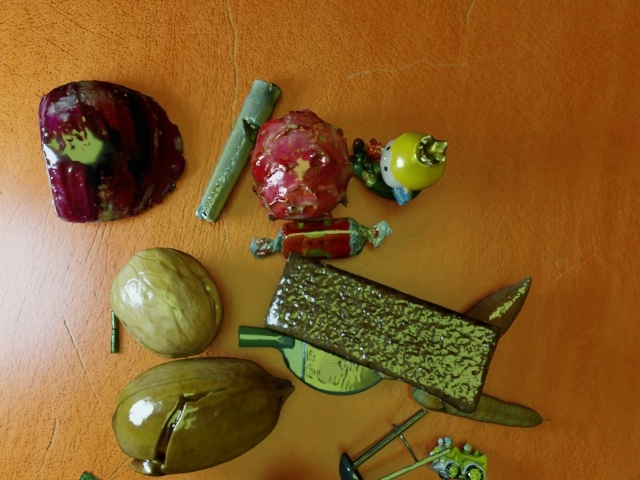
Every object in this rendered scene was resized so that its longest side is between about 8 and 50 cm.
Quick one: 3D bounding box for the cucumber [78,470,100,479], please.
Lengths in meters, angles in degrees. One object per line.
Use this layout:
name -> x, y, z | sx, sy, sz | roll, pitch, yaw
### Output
cucumber -> -0.433, 0.505, 1.079 | 0.108, 0.035, 0.067 | 34, 81, 1

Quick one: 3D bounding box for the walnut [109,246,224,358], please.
walnut -> -0.283, 0.120, 1.056 | 0.195, 0.195, 0.221 | -36, 84, -6

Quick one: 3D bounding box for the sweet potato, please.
sweet potato -> 0.278, 0.194, 1.120 | 0.355, 0.095, 0.106 | -29, 129, -4

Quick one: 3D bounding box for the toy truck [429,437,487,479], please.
toy truck -> 0.270, 0.433, 1.099 | 0.111, 0.076, 0.076 | 15, 65, 2

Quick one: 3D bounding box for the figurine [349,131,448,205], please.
figurine -> 0.144, -0.159, 1.092 | 0.185, 0.234, 0.127 | 35, 86, 3

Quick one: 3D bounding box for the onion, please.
onion -> -0.428, -0.206, 1.126 | 0.280, 0.146, 0.314 | -11, 78, -8

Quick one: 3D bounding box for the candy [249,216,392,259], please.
candy -> 0.000, -0.001, 1.142 | 0.293, 0.059, 0.086 | -4, 124, 0

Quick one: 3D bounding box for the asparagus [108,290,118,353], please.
asparagus -> -0.419, 0.165, 1.135 | 0.018, 0.015, 0.126 | -4, 82, -4

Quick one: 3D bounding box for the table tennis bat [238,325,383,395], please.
table tennis bat -> -0.002, 0.202, 1.136 | 0.330, 0.044, 0.214 | 4, 83, -3

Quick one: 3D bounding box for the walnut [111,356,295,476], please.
walnut -> -0.209, 0.313, 1.035 | 0.337, 0.209, 0.208 | -13, 83, -12

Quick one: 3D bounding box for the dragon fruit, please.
dragon fruit -> -0.038, -0.160, 1.107 | 0.205, 0.210, 0.268 | -5, 52, 1

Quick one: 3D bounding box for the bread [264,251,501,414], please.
bread -> 0.106, 0.163, 1.039 | 0.417, 0.113, 0.165 | 21, 76, 14

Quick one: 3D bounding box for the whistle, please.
whistle -> -0.174, -0.187, 1.174 | 0.068, 0.057, 0.326 | 16, 78, 45

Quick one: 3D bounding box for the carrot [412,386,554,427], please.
carrot -> 0.329, 0.331, 1.117 | 0.298, 0.078, 0.078 | 17, 82, -4

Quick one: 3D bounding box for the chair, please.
chair -> 0.127, 0.407, 1.074 | 0.222, 0.095, 0.104 | -35, 42, -2
